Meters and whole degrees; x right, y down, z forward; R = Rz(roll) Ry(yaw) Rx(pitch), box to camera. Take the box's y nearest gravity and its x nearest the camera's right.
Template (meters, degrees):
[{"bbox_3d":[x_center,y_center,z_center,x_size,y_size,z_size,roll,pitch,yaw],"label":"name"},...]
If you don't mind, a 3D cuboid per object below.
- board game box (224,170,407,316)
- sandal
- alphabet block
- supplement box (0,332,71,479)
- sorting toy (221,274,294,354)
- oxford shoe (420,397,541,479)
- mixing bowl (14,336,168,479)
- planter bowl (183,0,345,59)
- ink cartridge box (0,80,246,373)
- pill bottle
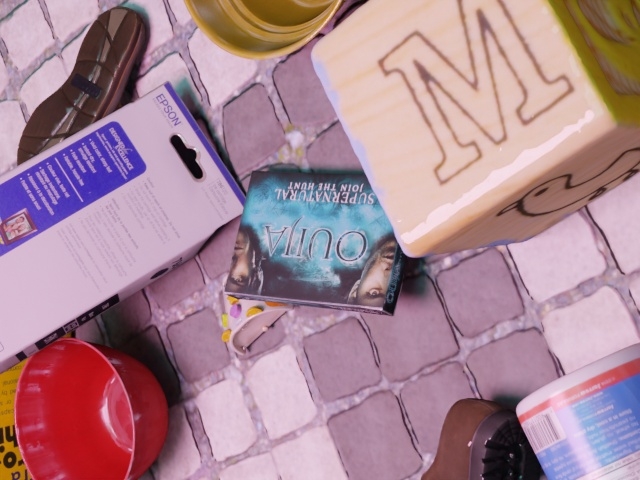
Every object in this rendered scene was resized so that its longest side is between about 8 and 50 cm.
[{"bbox_3d":[0.000,0.000,1.204,0.186,0.026,0.126,3,75,37],"label":"board game box"},{"bbox_3d":[-0.246,-0.146,1.392,0.090,0.060,0.219,33,98,31],"label":"sandal"},{"bbox_3d":[0.146,-0.120,1.006,0.197,0.192,0.193,-35,74,35],"label":"alphabet block"},{"bbox_3d":[-0.405,0.184,1.446,0.194,0.195,0.356,-3,92,38],"label":"supplement box"},{"bbox_3d":[-0.075,0.058,1.288,0.083,0.045,0.075,-44,48,31],"label":"sorting toy"},{"bbox_3d":[0.128,0.243,1.126,0.096,0.083,0.227,24,108,53],"label":"oxford shoe"},{"bbox_3d":[-0.226,0.185,1.369,0.181,0.098,0.181,4,96,37],"label":"mixing bowl"},{"bbox_3d":[-0.026,-0.272,1.188,0.217,0.090,0.217,3,96,37],"label":"planter bowl"},{"bbox_3d":[-0.249,-0.006,1.298,0.333,0.065,0.165,-31,80,-11],"label":"ink cartridge box"},{"bbox_3d":[0.250,0.199,0.990,0.124,0.124,0.221,-35,74,34],"label":"pill bottle"}]
